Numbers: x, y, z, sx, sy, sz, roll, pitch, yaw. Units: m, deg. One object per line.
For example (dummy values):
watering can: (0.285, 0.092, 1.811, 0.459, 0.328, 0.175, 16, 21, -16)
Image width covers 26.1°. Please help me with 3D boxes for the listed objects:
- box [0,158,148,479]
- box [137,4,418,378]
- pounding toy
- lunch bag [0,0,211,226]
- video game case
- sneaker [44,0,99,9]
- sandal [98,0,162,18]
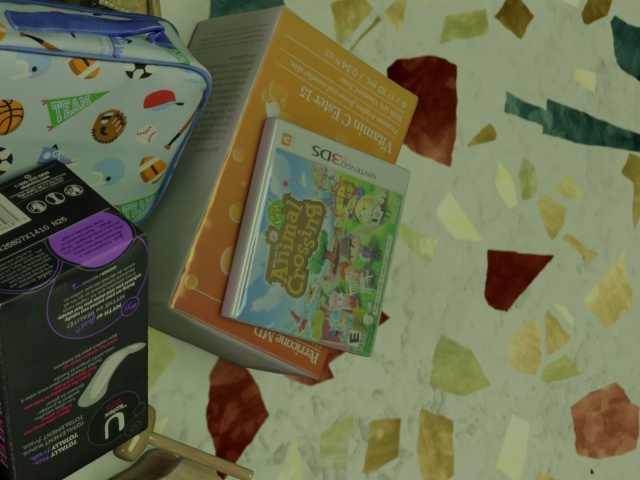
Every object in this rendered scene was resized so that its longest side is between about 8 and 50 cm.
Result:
box: (-0.268, 0.088, 1.314, 0.165, 0.143, 0.270, -28, 141, -34)
box: (-0.069, -0.050, 1.520, 0.215, 0.168, 0.345, 29, 74, -35)
pounding toy: (-0.147, 0.311, 1.476, 0.269, 0.155, 0.154, 49, 59, -28)
lunch bag: (-0.260, -0.123, 1.340, 0.303, 0.115, 0.243, -1, 130, -40)
video game case: (0.000, 0.000, 1.452, 0.193, 0.023, 0.212, 19, 80, -36)
sneaker: (-0.273, -0.216, 1.419, 0.066, 0.071, 0.188, -37, 147, -63)
sandal: (-0.217, -0.252, 1.455, 0.079, 0.088, 0.240, -32, 117, -29)
